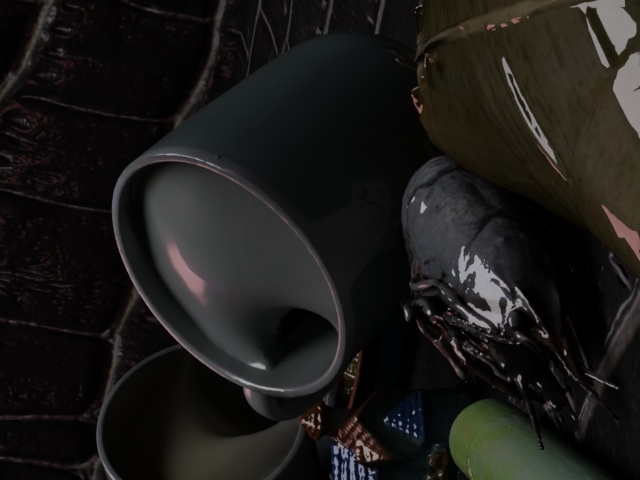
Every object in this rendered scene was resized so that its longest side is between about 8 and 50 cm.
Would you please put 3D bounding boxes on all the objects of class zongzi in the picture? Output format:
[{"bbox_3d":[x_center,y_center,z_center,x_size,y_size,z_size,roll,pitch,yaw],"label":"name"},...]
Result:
[{"bbox_3d":[0.161,-0.014,1.012,0.500,0.218,0.467,121,154,-65],"label":"zongzi"}]

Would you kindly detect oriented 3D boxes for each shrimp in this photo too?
[{"bbox_3d":[0.136,0.054,1.364,0.343,0.116,0.145,-118,37,-54],"label":"shrimp"}]

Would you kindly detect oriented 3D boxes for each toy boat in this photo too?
[{"bbox_3d":[0.062,0.047,1.869,0.136,0.079,0.392,-104,22,-70],"label":"toy boat"}]

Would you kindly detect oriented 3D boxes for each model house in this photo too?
[{"bbox_3d":[0.056,0.190,1.630,0.148,0.148,0.119,118,155,-67],"label":"model house"}]

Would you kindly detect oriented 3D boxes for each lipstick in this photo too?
[{"bbox_3d":[0.162,0.177,1.282,0.304,0.076,0.076,-143,60,-77],"label":"lipstick"}]

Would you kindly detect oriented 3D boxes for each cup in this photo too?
[{"bbox_3d":[0.000,0.000,1.652,0.274,0.259,0.357,-43,-37,-36],"label":"cup"},{"bbox_3d":[-0.082,0.278,2.032,0.237,0.323,0.327,33,149,33],"label":"cup"}]

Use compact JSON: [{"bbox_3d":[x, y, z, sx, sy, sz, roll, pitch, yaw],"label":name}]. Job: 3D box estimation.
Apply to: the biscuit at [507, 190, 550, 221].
[{"bbox_3d":[0.181,-0.101,1.460,0.182,0.034,0.215,-101,19,-61],"label":"biscuit"}]
